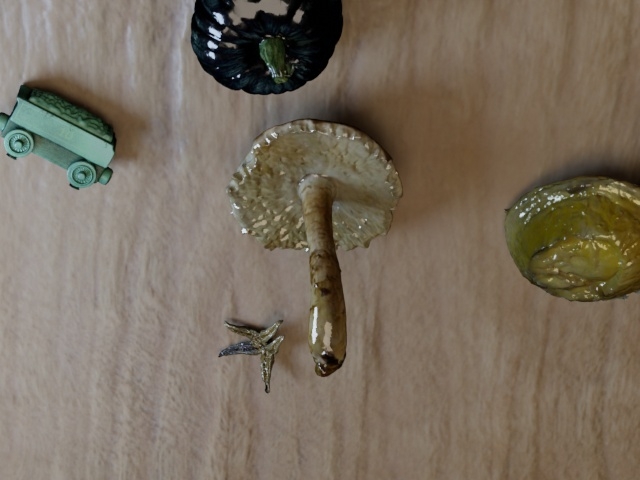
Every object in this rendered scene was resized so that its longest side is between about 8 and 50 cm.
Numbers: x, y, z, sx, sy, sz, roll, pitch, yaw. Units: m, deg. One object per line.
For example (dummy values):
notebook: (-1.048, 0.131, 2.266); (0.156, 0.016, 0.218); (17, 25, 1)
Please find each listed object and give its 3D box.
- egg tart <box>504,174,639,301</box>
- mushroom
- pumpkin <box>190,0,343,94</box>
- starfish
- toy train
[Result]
egg tart: (0.370, 0.014, 1.753); (0.252, 0.098, 0.232); (11, 135, 16)
mushroom: (0.025, -0.014, 1.659); (0.208, 0.302, 0.233); (-18, 144, -28)
pumpkin: (-0.067, -0.270, 1.564); (0.194, 0.150, 0.194); (-2, 103, -7)
starfish: (-0.092, 0.170, 1.915); (0.133, 0.041, 0.130); (1, 123, 31)
toy train: (-0.349, -0.139, 1.691); (0.172, 0.070, 0.099); (27, 109, -18)
